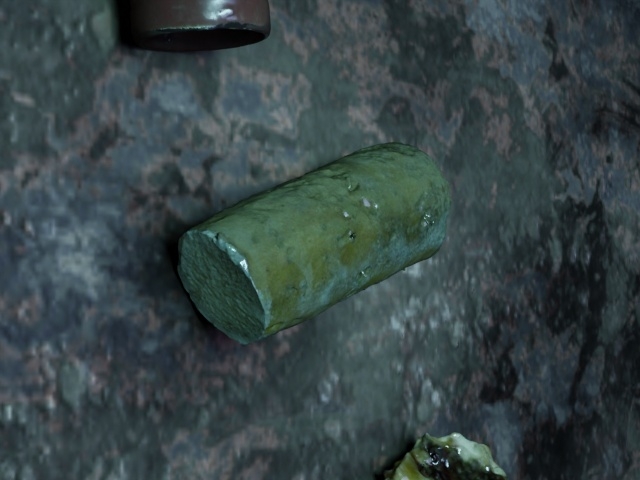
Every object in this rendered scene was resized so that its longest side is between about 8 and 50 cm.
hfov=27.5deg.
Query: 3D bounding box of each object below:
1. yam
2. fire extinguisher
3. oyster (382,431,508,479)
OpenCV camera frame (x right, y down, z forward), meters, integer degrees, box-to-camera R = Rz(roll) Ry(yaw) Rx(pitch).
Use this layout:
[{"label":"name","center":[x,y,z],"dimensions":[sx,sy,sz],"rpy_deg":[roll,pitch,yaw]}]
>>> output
[{"label":"yam","center":[0.000,0.000,0.715],"dimensions":[0.179,0.078,0.078],"rpy_deg":[-27,107,-46]},{"label":"fire extinguisher","center":[-0.082,-0.212,0.650],"dimensions":[0.099,0.071,0.231],"rpy_deg":[-7,92,-21]},{"label":"oyster","center":[0.067,0.229,0.725],"dimensions":[0.214,0.083,0.223],"rpy_deg":[-15,80,-60]}]
